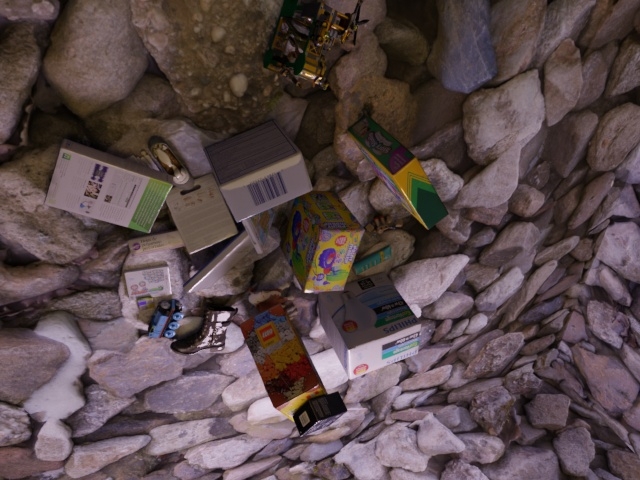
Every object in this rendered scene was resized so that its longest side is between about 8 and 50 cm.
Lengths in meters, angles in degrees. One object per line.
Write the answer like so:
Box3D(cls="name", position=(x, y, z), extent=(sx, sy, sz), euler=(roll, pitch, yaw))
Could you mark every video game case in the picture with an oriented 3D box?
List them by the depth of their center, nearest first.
Box3D(cls="video game case", position=(-0.224, -0.094, 1.641), extent=(0.023, 0.212, 0.193), euler=(-5, 134, 15))
Box3D(cls="video game case", position=(-0.656, 0.162, 1.746), extent=(0.158, 0.019, 0.143), euler=(-8, 128, -20))

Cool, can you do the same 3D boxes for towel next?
Box3D(cls="towel", position=(-0.683, 0.248, 1.792), extent=(0.060, 0.009, 0.083), euler=(-7, 145, -21))

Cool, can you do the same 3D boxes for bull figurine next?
Box3D(cls="bull figurine", position=(-0.205, 0.279, 1.996), extent=(0.189, 0.101, 0.310), euler=(-20, 143, -11))

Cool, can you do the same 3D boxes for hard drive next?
Box3D(cls="hard drive", position=(-0.352, 0.069, 1.727), extent=(0.319, 0.040, 0.210), euler=(-42, 174, 9))

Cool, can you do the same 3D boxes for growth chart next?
Box3D(cls="growth chart", position=(-0.630, -0.192, 1.481), extent=(0.238, 0.021, 0.171), euler=(-22, 132, -9))

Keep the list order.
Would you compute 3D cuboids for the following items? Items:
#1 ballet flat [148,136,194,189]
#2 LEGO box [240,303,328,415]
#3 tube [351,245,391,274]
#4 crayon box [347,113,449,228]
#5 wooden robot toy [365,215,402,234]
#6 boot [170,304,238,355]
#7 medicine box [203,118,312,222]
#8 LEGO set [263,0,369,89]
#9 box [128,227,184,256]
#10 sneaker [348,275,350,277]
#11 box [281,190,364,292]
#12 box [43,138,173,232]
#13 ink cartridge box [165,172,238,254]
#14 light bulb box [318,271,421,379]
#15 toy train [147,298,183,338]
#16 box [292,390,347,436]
Box3D(cls="ballet flat", position=(-0.479, -0.235, 1.476), extent=(0.072, 0.068, 0.213), euler=(-35, 128, -6))
Box3D(cls="LEGO box", position=(-0.133, 0.552, 1.979), extent=(0.193, 0.372, 0.500), euler=(-27, 151, -6))
Box3D(cls="tube", position=(0.242, 0.093, 2.120), extent=(0.207, 0.052, 0.080), euler=(-25, 142, -15))
Box3D(cls="crayon box", position=(0.275, -0.251, 1.647), extent=(0.106, 0.362, 0.313), euler=(-38, 133, 5))
Box3D(cls="wooden robot toy", position=(0.269, -0.063, 2.011), extent=(0.174, 0.076, 0.079), euler=(-16, 166, -15))
Box3D(cls="boot", position=(-0.498, 0.371, 1.956), extent=(0.263, 0.091, 0.228), euler=(0, 120, -31))
Box3D(cls="medicine box", position=(-0.206, -0.233, 1.474), extent=(0.264, 0.289, 0.149), euler=(-24, 130, -7))
Box3D(cls="LEGO set", position=(-0.006, -0.558, 1.327), extent=(0.192, 0.331, 0.254), euler=(10, 100, -34))
Box3D(cls="box", position=(-0.512, -0.010, 1.639), extent=(0.325, 0.067, 0.062), euler=(-13, 104, -16))
Box3D(cls="sneaker", position=(0.097, 0.113, 2.062), extent=(0.067, 0.064, 0.175), euler=(-36, 141, -24))
Box3D(cls="box", position=(0.000, 0.000, 1.766), extent=(0.177, 0.279, 0.289), euler=(-1, 125, -26))
Box3D(cls="box", position=(-0.656, -0.158, 1.426), extent=(0.322, 0.058, 0.232), euler=(19, 127, -29))
Box3D(cls="ink cartridge box", position=(-0.418, -0.093, 1.604), extent=(0.189, 0.066, 0.232), euler=(-24, 95, -15))
Box3D(cls="light bulb box", position=(0.217, 0.383, 2.117), extent=(0.358, 0.361, 0.225), euler=(-17, 131, -14))
Box3D(cls="toy train", position=(-0.624, 0.318, 1.847), extent=(0.105, 0.080, 0.184), euler=(17, 117, -28))
Box3D(cls="box", position=(-0.003, 0.700, 1.850), extent=(0.159, 0.093, 0.156), euler=(-2, 141, -39))
